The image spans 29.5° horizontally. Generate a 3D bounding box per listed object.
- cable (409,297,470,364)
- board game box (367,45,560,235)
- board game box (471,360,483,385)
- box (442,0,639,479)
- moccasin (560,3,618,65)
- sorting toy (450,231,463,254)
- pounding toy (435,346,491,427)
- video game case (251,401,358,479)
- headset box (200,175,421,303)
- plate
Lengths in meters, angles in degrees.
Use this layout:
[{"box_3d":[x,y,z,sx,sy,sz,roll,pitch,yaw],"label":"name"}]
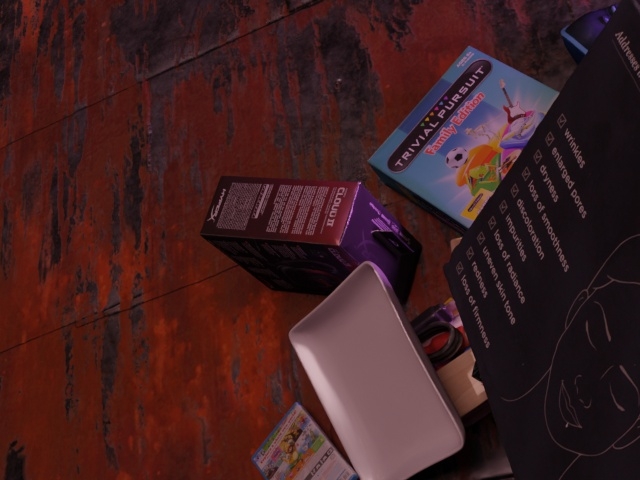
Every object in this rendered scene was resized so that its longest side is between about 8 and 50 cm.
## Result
[{"box_3d":[0.125,0.180,1.787,0.287,0.072,0.139,-39,24,17],"label":"cable"},{"box_3d":[0.272,-0.126,1.852,0.254,0.079,0.336,-49,50,-5],"label":"board game box"},{"box_3d":[0.275,0.147,1.635,0.026,0.126,0.186,-50,10,40],"label":"board game box"},{"box_3d":[0.415,0.065,1.362,0.472,0.297,0.480,117,150,-42],"label":"box"},{"box_3d":[0.478,-0.249,1.764,0.117,0.138,0.342,-37,51,4],"label":"moccasin"},{"box_3d":[0.229,0.006,1.857,0.062,0.012,0.083,-17,56,21],"label":"sorting toy"},{"box_3d":[0.205,0.196,1.699,0.130,0.141,0.100,-37,70,15],"label":"pounding toy"},{"box_3d":[-0.026,0.339,1.816,0.119,0.015,0.166,-53,49,11],"label":"video game case"},{"box_3d":[0.000,0.000,1.872,0.293,0.218,0.110,4,67,35],"label":"headset box"},{"box_3d":[0.082,0.195,1.686,0.277,0.045,0.278,63,146,14],"label":"plate"}]
